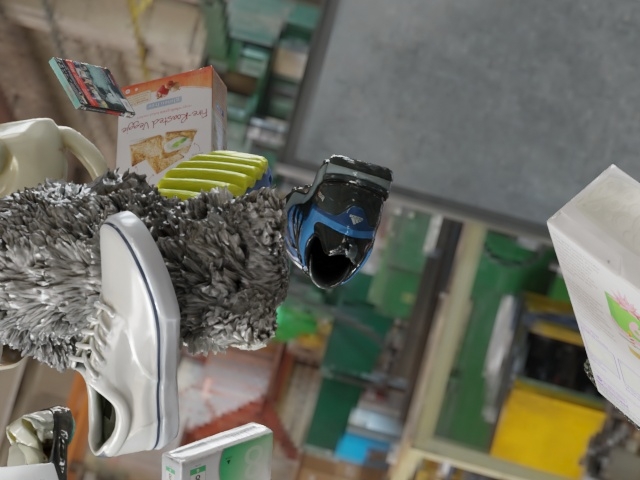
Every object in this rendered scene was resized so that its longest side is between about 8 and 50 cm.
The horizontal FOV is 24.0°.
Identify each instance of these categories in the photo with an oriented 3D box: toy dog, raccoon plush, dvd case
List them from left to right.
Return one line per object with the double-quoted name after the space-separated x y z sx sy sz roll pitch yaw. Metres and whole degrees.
-0.546 0.008 2.394 0.284 0.395 0.408 -1 87 63 "toy dog"
-0.239 0.045 1.493 0.299 0.446 0.216 -1 99 51 "raccoon plush"
-0.316 -0.211 2.093 0.013 0.087 0.119 -42 -21 24 "dvd case"

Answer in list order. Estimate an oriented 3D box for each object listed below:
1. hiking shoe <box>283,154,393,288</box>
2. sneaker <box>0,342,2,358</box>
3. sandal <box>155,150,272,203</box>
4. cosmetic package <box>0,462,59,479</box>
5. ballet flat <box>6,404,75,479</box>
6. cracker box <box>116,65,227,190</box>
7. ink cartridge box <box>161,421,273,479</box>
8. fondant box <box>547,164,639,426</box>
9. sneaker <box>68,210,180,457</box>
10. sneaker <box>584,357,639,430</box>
0.000 0.000 1.857 0.304 0.113 0.132 119 167 -69 "hiking shoe"
-0.544 0.272 2.088 0.150 0.135 0.366 -34 31 53 "sneaker"
-0.168 -0.002 1.943 0.317 0.126 0.138 -46 -45 -37 "sandal"
-0.403 0.454 1.785 0.365 0.155 0.197 -64 38 38 "cosmetic package"
-0.431 0.321 2.311 0.095 0.096 0.280 -39 27 11 "ballet flat"
-0.220 -0.134 2.235 0.067 0.155 0.232 54 -151 -56 "cracker box"
-0.158 0.405 2.293 0.181 0.056 0.225 -15 -67 -41 "ink cartridge box"
0.361 0.108 1.484 0.096 0.238 0.330 -40 -38 -9 "fondant box"
-0.190 0.100 1.435 0.091 0.094 0.258 -20 -60 -31 "sneaker"
0.491 0.203 2.091 0.146 0.343 0.134 -52 44 8 "sneaker"
